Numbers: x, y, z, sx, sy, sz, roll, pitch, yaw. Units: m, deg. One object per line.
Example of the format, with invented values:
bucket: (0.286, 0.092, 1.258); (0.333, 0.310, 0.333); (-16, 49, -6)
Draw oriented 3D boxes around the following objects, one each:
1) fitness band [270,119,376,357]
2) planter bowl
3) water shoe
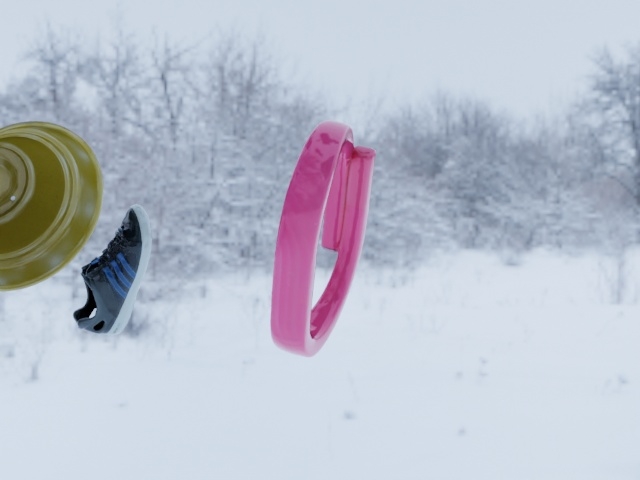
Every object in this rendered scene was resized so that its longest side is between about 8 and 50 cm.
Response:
fitness band: (0.000, 0.000, 1.166); (0.054, 0.290, 0.209); (16, 39, 15)
planter bowl: (-0.379, -0.054, 1.216); (0.217, 0.217, 0.090); (-1, 24, -47)
water shoe: (-0.301, 0.044, 1.457); (0.080, 0.203, 0.073); (8, 15, -32)
